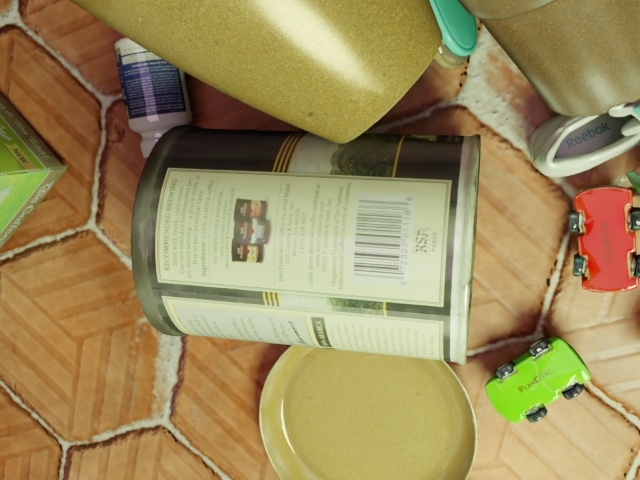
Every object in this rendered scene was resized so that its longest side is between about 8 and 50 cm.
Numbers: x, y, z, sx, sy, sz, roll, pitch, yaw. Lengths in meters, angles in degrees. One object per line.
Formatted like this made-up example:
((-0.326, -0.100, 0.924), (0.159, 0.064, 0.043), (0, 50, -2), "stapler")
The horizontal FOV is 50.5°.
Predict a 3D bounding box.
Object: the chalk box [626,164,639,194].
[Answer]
((0.349, -0.030, 0.533), (0.132, 0.132, 0.213), (-39, 107, 17), "chalk box")

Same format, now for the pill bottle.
((-0.170, -0.149, 0.705), (0.067, 0.067, 0.120), (-6, 99, 15), "pill bottle")

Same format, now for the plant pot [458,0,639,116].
((0.201, -0.199, 0.537), (0.167, 0.167, 0.165), (-35, 123, 18), "plant pot")

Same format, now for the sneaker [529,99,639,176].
((0.281, -0.119, 0.581), (0.212, 0.094, 0.080), (-37, 89, 18), "sneaker")

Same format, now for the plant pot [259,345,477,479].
((0.050, 0.198, 0.737), (0.236, 0.032, 0.236), (3, 102, 13), "plant pot")

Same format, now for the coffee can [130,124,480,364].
((0.000, 0.000, 0.621), (0.275, 0.201, 0.201), (4, 102, 13), "coffee can")

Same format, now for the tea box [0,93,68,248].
((-0.506, -0.030, 0.680), (0.329, 0.323, 0.220), (-43, 88, 19), "tea box")

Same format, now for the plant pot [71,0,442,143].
((-0.038, -0.200, 0.506), (0.254, 0.237, 0.237), (41, 109, -17), "plant pot")

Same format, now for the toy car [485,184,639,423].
((0.258, 0.095, 0.647), (0.225, 0.053, 0.239), (-40, 82, 22), "toy car")

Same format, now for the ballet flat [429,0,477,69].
((0.042, -0.309, 0.606), (0.124, 0.116, 0.342), (-11, 99, 36), "ballet flat")
